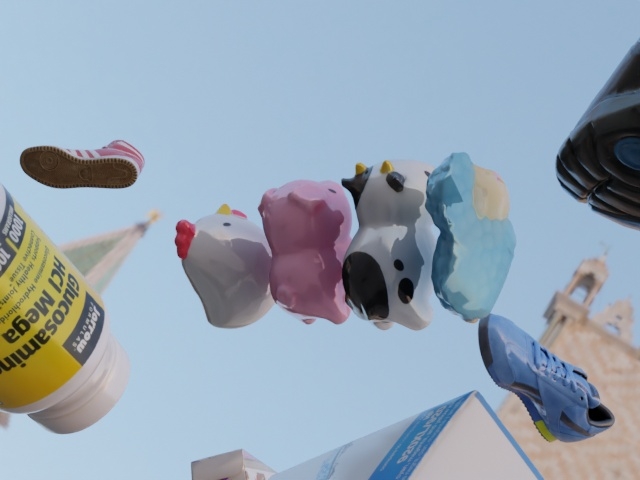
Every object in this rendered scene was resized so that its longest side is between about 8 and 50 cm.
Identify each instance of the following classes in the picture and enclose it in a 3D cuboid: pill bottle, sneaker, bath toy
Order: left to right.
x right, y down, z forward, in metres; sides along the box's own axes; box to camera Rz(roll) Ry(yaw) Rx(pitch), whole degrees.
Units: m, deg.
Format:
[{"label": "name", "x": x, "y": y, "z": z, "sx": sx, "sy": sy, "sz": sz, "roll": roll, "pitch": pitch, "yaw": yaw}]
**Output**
[{"label": "pill bottle", "x": -0.366, "y": 0.082, "z": 1.255, "sx": 0.188, "sy": 0.188, "sz": 0.334, "roll": 4, "pitch": -36, "yaw": 33}, {"label": "sneaker", "x": -0.234, "y": -0.078, "z": 1.075, "sx": 0.119, "sy": 0.067, "sz": 0.042, "roll": 8, "pitch": -72, "yaw": 2}, {"label": "bath toy", "x": 0.000, "y": 0.000, "z": 0.985, "sx": 0.348, "sy": 0.151, "sz": 0.129, "roll": -8, "pitch": -39, "yaw": 40}, {"label": "sneaker", "x": 0.235, "y": 0.137, "z": 1.110, "sx": 0.082, "sy": 0.069, "sz": 0.209, "roll": -15, "pitch": -48, "yaw": 34}, {"label": "sneaker", "x": 0.274, "y": -0.118, "z": 0.720, "sx": 0.125, "sy": 0.139, "sz": 0.341, "roll": 30, "pitch": -29, "yaw": -2}]

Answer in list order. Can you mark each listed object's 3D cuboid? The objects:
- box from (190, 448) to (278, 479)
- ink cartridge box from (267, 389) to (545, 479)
[{"label": "box", "x": -0.064, "y": 0.319, "z": 1.280, "sx": 0.067, "sy": 0.063, "sz": 0.324, "roll": -15, "pitch": -27, "yaw": 12}, {"label": "ink cartridge box", "x": 0.041, "y": 0.246, "z": 0.744, "sx": 0.233, "sy": 0.168, "sz": 0.171, "roll": -32, "pitch": -82, "yaw": 42}]
